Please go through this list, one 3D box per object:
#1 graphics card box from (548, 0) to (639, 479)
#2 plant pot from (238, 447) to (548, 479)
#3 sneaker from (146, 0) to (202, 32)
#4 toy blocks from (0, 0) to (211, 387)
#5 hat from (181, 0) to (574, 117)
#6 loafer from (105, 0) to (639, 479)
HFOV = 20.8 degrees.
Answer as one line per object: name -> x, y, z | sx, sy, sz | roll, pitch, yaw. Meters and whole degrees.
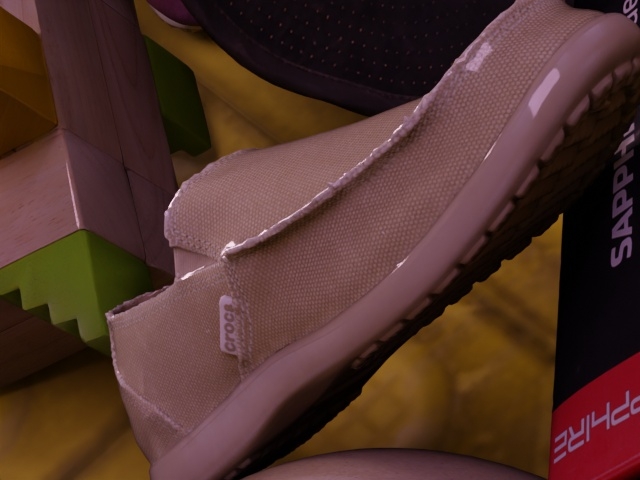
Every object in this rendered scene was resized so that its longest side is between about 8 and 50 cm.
graphics card box -> 0.207, -0.042, 0.643 | 0.233, 0.094, 0.371 | 21, 56, -20
plant pot -> 0.018, 0.179, 0.565 | 0.284, 0.191, 0.284 | -8, 54, 11
sneaker -> -0.086, -0.189, 0.922 | 0.070, 0.084, 0.185 | -26, 52, -1
toy blocks -> -0.217, -0.063, 0.832 | 0.261, 0.191, 0.381 | -25, 62, 19
hat -> -0.002, -0.200, 0.846 | 0.134, 0.331, 0.331 | -20, 40, 52
loafer -> 0.000, 0.000, 0.594 | 0.092, 0.268, 0.102 | 51, 38, 8
